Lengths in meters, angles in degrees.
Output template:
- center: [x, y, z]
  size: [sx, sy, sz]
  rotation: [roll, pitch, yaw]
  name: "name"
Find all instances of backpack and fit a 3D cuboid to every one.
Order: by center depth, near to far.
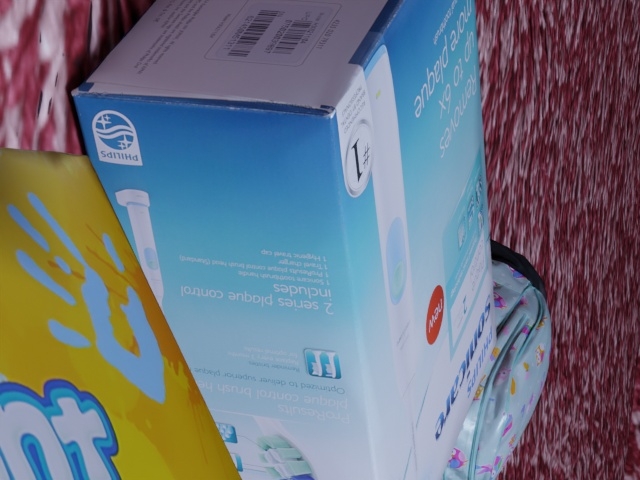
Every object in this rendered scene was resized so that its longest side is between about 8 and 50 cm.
- center: [0.102, 0.096, 1.144]
  size: [0.182, 0.115, 0.152]
  rotation: [-50, 144, -53]
  name: "backpack"

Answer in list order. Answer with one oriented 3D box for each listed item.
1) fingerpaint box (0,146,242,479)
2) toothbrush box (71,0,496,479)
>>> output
- center: [-0.119, 0.168, 0.232]
  size: [0.371, 0.163, 0.445]
  rotation: [64, 16, 8]
  name: "fingerpaint box"
- center: [0.000, 0.000, 0.817]
  size: [0.216, 0.126, 0.295]
  rotation: [-59, 150, -49]
  name: "toothbrush box"
